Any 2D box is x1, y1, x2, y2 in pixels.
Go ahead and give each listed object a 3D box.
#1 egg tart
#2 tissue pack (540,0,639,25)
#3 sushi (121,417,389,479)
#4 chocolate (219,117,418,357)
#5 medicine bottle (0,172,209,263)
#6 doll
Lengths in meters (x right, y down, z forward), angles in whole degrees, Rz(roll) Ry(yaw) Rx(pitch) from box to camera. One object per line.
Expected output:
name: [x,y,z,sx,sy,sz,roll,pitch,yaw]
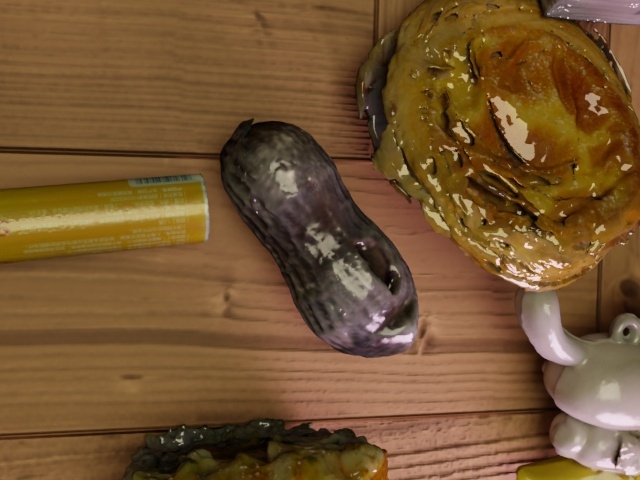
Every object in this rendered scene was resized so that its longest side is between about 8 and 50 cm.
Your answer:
egg tart: [0.164,-0.095,0.812,0.297,0.132,0.297,4,77,-18]
tissue pack: [0.252,-0.281,0.827,0.112,0.051,0.156,0,68,-16]
sushi: [-0.075,0.232,0.733,0.274,0.184,0.140,-4,89,-10]
chocolate: [0.000,0.000,0.778,0.110,0.110,0.248,-32,97,-11]
medicine bottle: [-0.206,-0.018,0.739,0.218,0.074,0.074,-6,94,-15]
doll: [0.289,0.152,0.860,0.252,0.111,0.237,3,108,-16]
